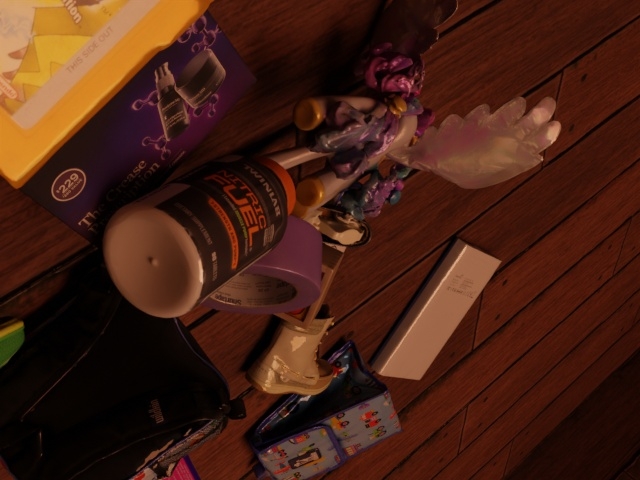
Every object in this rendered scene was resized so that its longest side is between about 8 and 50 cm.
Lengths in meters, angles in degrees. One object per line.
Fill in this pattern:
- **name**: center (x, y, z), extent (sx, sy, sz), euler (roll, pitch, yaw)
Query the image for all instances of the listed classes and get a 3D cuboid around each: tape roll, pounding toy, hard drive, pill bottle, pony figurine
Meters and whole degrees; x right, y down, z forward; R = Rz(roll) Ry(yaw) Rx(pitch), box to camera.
- **tape roll**: center (-0.092, 0.032, 1.278), extent (0.189, 0.189, 0.080), euler (49, 39, -60)
- **pounding toy**: center (-0.062, 0.060, 1.424), extent (0.100, 0.141, 0.130), euler (-55, 169, -65)
- **hard drive**: center (0.246, 0.150, 2.018), extent (0.319, 0.040, 0.210), euler (-57, 150, 8)
- **pill bottle**: center (-0.122, -0.020, 1.081), extent (0.245, 0.130, 0.130), euler (-39, 153, -55)
- **pony figurine**: center (0.087, -0.158, 1.292), extent (0.363, 0.303, 0.351), euler (-25, 173, -44)

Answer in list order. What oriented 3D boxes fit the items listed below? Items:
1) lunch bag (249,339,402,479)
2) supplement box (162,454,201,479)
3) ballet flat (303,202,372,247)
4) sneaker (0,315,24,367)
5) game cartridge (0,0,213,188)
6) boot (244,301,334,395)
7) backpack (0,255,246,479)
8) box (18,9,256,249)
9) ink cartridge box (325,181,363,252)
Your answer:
- **lunch bag**: center (-0.009, 0.359, 1.844), extent (0.293, 0.138, 0.221), euler (-33, 148, -7)
- **supplement box**: center (-0.299, 0.385, 1.419), extent (0.220, 0.114, 0.111), euler (-29, -173, -31)
- **ballet flat**: center (-0.005, -0.027, 1.397), extent (0.203, 0.074, 0.074), euler (14, 113, -37)
- **sneaker**: center (-0.419, 0.203, 1.029), extent (0.123, 0.109, 0.295), euler (56, 53, -33)
- **game cartridge**: center (-0.243, -0.248, 0.815), extent (0.324, 0.052, 0.285), euler (-46, 129, -7)
- **boot**: center (-0.020, 0.182, 1.656), extent (0.213, 0.077, 0.165), euler (8, 114, -53)
- **backpack**: center (-0.273, 0.201, 1.178), extent (0.263, 0.276, 0.213), euler (-33, 158, -24)
- **box**: center (-0.216, -0.144, 1.013), extent (0.261, 0.103, 0.184), euler (-49, 147, -5)
- **ink cartridge box**: center (0.000, 0.000, 1.514), extent (0.097, 0.046, 0.207), euler (3, 119, -56)
